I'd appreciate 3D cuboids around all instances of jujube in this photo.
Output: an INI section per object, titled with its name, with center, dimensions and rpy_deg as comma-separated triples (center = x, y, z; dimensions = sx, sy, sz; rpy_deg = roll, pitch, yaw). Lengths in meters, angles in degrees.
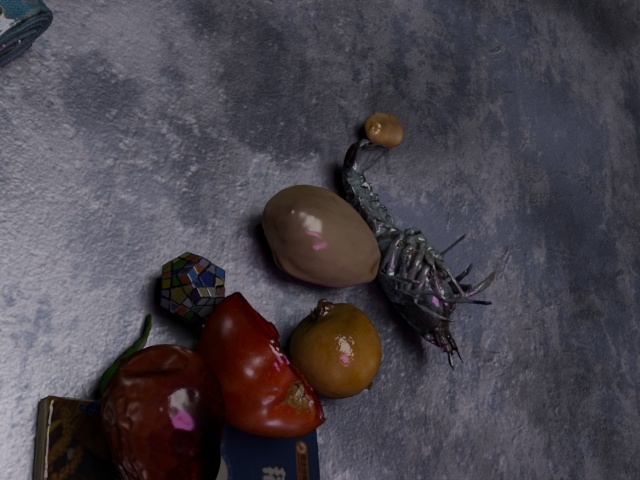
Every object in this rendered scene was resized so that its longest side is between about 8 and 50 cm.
[jujube]
center = -0.189, 0.247, 1.263
dimensions = 0.168, 0.168, 0.237
rpy_deg = -36, 128, -42

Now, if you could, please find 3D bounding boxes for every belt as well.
[belt]
center = -0.458, -0.296, 1.401
dimensions = 0.082, 0.147, 0.163
rpy_deg = 47, 21, -6

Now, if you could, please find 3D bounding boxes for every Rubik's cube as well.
[Rubik's cube]
center = -0.187, 0.072, 1.461
dimensions = 0.111, 0.111, 0.093
rpy_deg = -7, 47, -39

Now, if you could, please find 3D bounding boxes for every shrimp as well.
[shrimp]
center = 0.153, 0.019, 1.713
dimensions = 0.411, 0.166, 0.221
rpy_deg = 52, 26, 13

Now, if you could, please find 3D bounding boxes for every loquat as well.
[loquat]
center = 0.023, 0.169, 1.545
dimensions = 0.163, 0.137, 0.163
rpy_deg = 13, 68, -36

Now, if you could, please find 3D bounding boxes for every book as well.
[book]
center = -0.180, 0.379, 1.358
dimensions = 0.427, 0.039, 0.300
rpy_deg = 13, 61, -32

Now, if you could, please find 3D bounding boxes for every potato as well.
[potato]
center = 0.114, -0.203, 1.840
dimensions = 0.068, 0.062, 0.083
rpy_deg = 49, 14, 29

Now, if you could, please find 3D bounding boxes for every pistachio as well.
[pistachio]
center = 0.000, 0.000, 1.612
dimensions = 0.223, 0.126, 0.152
rpy_deg = 36, 75, -28

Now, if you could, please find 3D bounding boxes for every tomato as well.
[tomato]
center = -0.103, 0.192, 1.412
dimensions = 0.139, 0.200, 0.233
rpy_deg = -33, 125, -7

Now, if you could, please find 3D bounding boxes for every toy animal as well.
[toy animal]
center = -0.250, 0.181, 1.369
dimensions = 0.075, 0.041, 0.217
rpy_deg = 35, 35, -4
